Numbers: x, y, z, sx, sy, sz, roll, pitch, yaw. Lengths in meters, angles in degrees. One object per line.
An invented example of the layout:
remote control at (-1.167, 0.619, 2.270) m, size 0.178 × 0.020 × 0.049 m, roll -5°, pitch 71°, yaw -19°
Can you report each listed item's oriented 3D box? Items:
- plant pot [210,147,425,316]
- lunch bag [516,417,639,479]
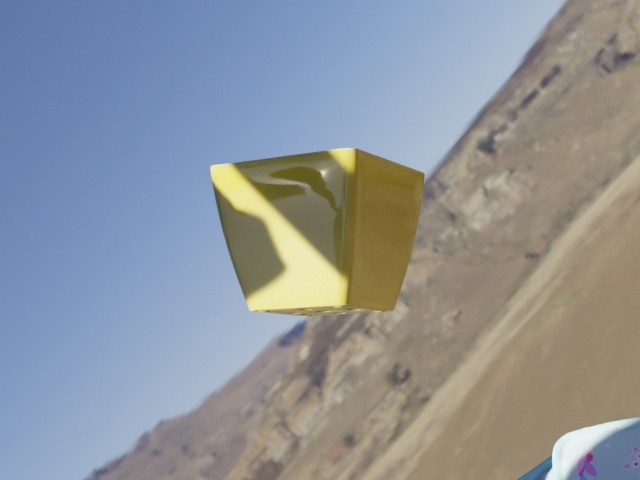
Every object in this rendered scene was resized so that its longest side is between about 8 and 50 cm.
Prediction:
plant pot at (0.000, 0.000, 1.559) m, size 0.212 × 0.187 × 0.212 m, roll -4°, pitch -8°, yaw 29°
lunch bag at (0.289, 0.324, 1.250) m, size 0.262 × 0.160 × 0.223 m, roll -46°, pitch 21°, yaw 31°
